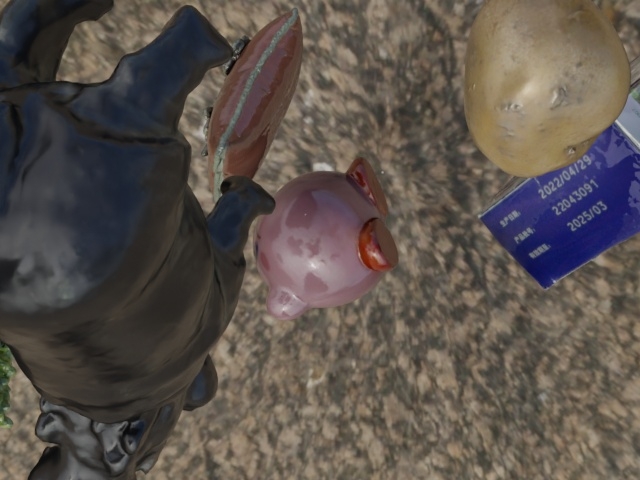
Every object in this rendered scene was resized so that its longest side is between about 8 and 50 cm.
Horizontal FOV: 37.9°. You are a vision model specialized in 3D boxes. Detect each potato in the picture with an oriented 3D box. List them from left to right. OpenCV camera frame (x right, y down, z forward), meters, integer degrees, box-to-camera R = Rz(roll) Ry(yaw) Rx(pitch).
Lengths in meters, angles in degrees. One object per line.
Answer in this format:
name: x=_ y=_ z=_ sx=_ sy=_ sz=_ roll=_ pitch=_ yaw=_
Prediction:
potato: x=0.152 y=-0.108 z=0.633 sx=0.112 sy=0.112 sz=0.147 roll=-10 pitch=137 yaw=4

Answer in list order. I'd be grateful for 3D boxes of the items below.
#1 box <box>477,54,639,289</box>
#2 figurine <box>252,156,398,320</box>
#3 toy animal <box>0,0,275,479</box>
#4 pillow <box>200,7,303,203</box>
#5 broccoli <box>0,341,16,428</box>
box: x=0.313 y=-0.107 z=0.905 sx=0.106 sy=0.200 sz=0.299 roll=46 pitch=55 yaw=1
figurine: x=0.000 y=0.000 z=1.114 sx=0.173 sy=0.173 sz=0.173 roll=0 pitch=94 yaw=4
toy animal: x=-0.098 y=0.032 z=0.463 sx=0.106 sy=0.343 sz=0.168 roll=26 pitch=55 yaw=16
pillow: x=-0.077 y=-0.136 z=0.969 sx=0.075 sy=0.171 sz=0.179 roll=23 pitch=71 yaw=0
broccoli: x=-0.372 y=0.092 z=0.758 sx=0.260 sy=0.235 sz=0.288 roll=-44 pitch=91 yaw=1
